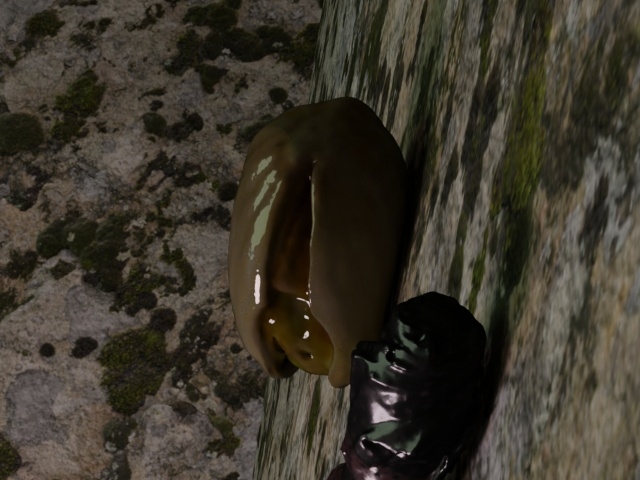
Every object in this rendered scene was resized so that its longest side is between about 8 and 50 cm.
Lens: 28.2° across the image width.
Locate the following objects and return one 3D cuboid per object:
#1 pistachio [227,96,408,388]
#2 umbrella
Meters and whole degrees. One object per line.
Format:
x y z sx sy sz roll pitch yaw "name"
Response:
0.000 0.000 1.242 0.197 0.166 0.288 -36 -44 -63 "pistachio"
0.040 0.177 0.848 0.094 0.090 0.326 -94 14 -56 "umbrella"
